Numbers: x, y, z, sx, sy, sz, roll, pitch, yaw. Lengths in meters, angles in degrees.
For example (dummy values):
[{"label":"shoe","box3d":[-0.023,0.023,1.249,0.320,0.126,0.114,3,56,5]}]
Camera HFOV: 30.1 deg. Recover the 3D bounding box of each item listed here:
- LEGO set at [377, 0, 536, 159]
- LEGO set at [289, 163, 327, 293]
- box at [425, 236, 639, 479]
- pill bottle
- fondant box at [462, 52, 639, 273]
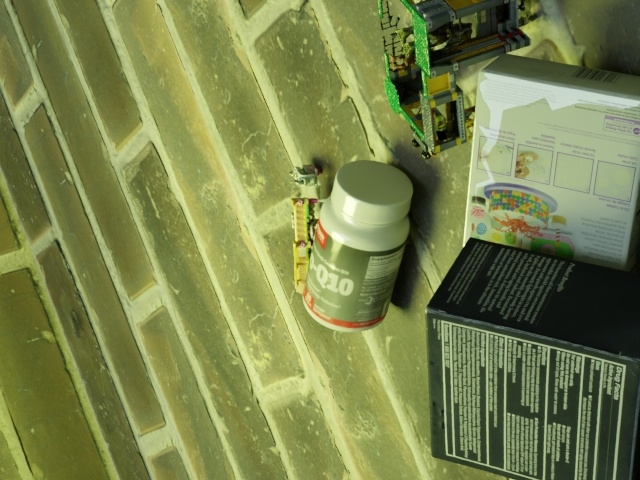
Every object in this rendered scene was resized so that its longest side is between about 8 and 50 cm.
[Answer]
[{"label":"LEGO set","box3d":[0.212,-0.299,1.785,0.255,0.192,0.331,-125,19,-55]},{"label":"LEGO set","box3d":[0.000,0.000,2.287,0.132,0.107,0.287,-97,4,-60]},{"label":"box","box3d":[0.316,0.185,1.653,0.293,0.183,0.296,14,132,24]},{"label":"pill bottle","box3d":[0.067,0.010,2.106,0.161,0.161,0.283,44,137,35]},{"label":"fondant box","box3d":[0.334,-0.077,1.669,0.238,0.096,0.330,15,119,23]}]
